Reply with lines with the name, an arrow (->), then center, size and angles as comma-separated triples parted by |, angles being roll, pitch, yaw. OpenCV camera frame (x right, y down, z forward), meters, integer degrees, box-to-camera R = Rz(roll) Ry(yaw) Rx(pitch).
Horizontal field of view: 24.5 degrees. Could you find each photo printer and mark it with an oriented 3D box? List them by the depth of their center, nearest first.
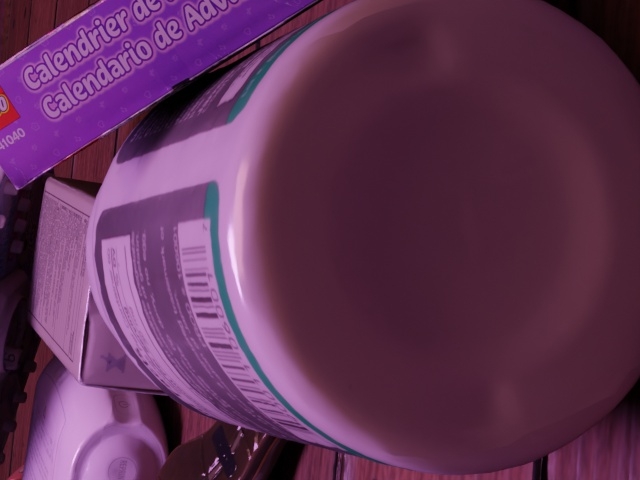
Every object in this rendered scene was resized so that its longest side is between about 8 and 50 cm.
photo printer -> -0.229, 0.262, 1.438 | 0.256, 0.107, 0.307 | -146, 64, -68

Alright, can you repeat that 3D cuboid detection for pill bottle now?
pill bottle -> 0.000, 0.000, 0.747 | 0.361, 0.204, 0.204 | 176, 100, -69

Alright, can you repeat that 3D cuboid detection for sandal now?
sandal -> -0.058, 0.164, 1.085 | 0.219, 0.060, 0.090 | -55, 38, 27

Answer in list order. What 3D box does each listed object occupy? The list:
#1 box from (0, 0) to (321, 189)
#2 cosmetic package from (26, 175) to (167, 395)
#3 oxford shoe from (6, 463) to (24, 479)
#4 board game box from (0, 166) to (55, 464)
box -> -0.047, -0.136, 0.790 | 0.201, 0.057, 0.293 | -30, 10, 19
cosmetic package -> -0.171, 0.034, 1.314 | 0.296, 0.129, 0.153 | -156, 75, -70
oxford shoe -> -0.337, 0.428, 1.645 | 0.140, 0.146, 0.397 | -11, 48, 34
board game box -> -0.321, 0.098, 1.545 | 0.390, 0.050, 0.390 | 99, -176, -60
